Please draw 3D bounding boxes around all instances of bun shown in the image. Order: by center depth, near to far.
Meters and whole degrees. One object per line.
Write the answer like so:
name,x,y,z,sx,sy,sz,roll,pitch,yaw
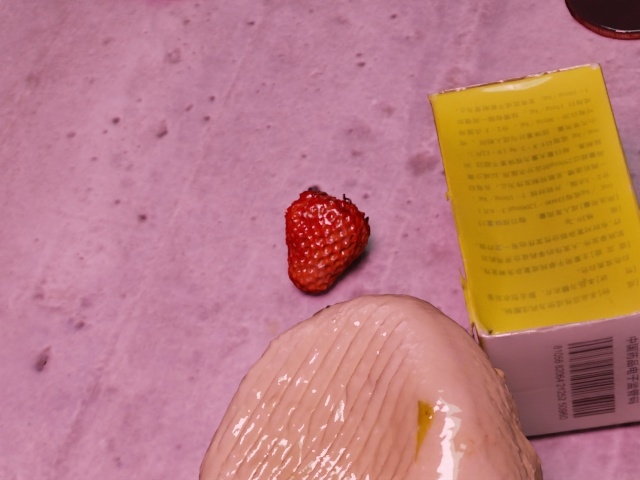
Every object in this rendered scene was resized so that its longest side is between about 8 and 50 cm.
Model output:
bun,0.039,0.176,0.985,0.259,0.160,0.259,-20,52,28

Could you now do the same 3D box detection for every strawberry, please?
strawberry,0.000,0.000,1.195,0.073,0.073,0.083,23,75,26

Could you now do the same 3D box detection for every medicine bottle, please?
medicine bottle,0.169,0.007,1.109,0.141,0.137,0.250,-9,50,4

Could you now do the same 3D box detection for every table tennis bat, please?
table tennis bat,0.321,-0.253,1.361,0.220,0.019,0.130,-32,54,-12
